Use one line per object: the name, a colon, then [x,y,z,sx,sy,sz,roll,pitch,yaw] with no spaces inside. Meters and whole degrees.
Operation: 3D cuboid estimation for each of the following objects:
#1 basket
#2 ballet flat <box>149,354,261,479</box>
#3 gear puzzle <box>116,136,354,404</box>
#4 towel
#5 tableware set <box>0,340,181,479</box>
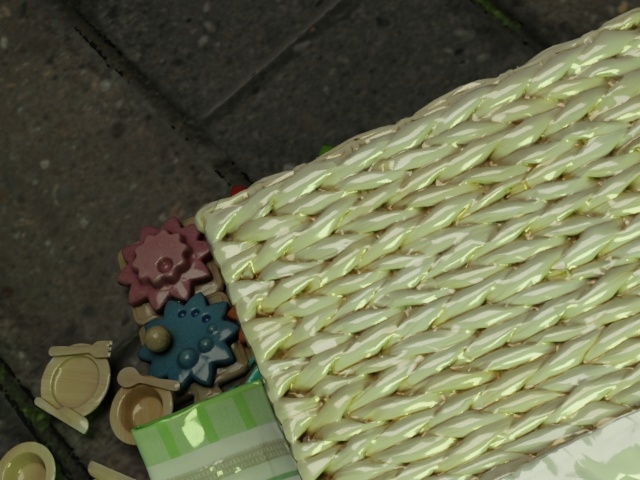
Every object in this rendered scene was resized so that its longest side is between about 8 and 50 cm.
basket: [0.138,0.068,1.218,0.331,0.328,0.266,-24,71,4]
ballet flat: [-0.032,0.122,1.436,0.087,0.083,0.247,36,89,10]
gear puzzle: [0.000,0.000,1.521,0.339,0.044,0.175,-24,55,7]
towel: [-0.058,0.185,1.391,0.113,0.023,0.152,-23,97,8]
tableware set: [-0.180,0.158,1.503,0.141,0.020,0.168,13,75,30]
